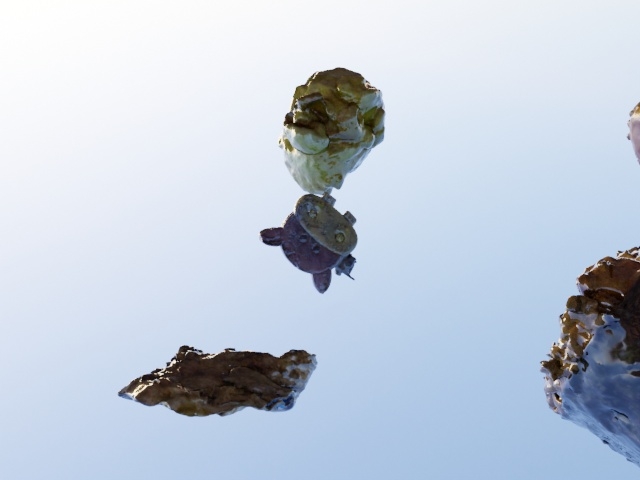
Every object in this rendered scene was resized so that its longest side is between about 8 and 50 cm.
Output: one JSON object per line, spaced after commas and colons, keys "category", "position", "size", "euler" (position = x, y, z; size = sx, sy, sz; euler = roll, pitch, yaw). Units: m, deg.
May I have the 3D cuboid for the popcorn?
{"category": "popcorn", "position": [0.009, -0.207, 1.287], "size": [0.192, 0.233, 0.266], "euler": [39, -169, 17]}

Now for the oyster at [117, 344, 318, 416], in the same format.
{"category": "oyster", "position": [-0.136, 0.184, 0.918], "size": [0.214, 0.083, 0.223], "euler": [-1, 179, 24]}

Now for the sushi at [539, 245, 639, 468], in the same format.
{"category": "sushi", "position": [0.340, 0.108, 0.675], "size": [0.207, 0.348, 0.234], "euler": [33, -100, 24]}

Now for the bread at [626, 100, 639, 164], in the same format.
{"category": "bread", "position": [0.406, -0.119, 0.680], "size": [0.114, 0.132, 0.190], "euler": [-42, -167, -30]}

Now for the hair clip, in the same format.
{"category": "hair clip", "position": [0.003, 0.002, 1.235], "size": [0.146, 0.187, 0.056], "euler": [-50, -157, -5]}
